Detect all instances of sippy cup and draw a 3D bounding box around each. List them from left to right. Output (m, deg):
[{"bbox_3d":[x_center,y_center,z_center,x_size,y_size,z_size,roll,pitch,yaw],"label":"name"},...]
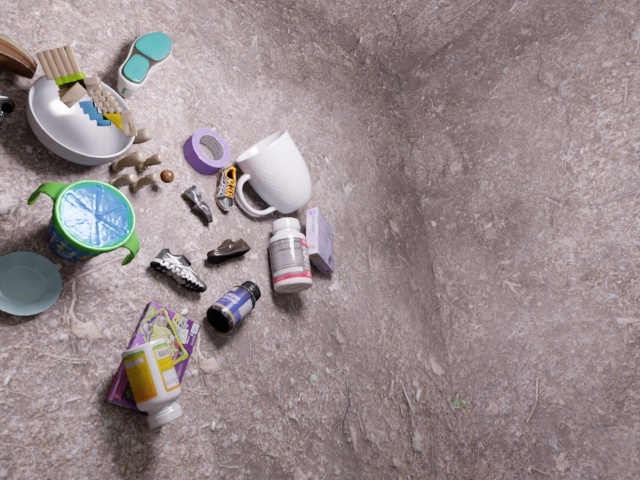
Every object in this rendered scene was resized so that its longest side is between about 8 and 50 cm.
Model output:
[{"bbox_3d":[-0.741,-0.040,1.403,0.240,0.224,0.306,-24,88,-49],"label":"sippy cup"}]

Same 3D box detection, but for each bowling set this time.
[{"bbox_3d":[-0.674,-0.257,1.682,0.200,0.154,0.287,49,37,-45],"label":"bowling set"}]

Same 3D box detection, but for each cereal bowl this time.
[{"bbox_3d":[-0.837,-0.406,1.553,0.339,0.141,0.339,23,54,-35],"label":"cereal bowl"}]

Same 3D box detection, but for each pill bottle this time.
[{"bbox_3d":[-0.516,0.442,1.386,0.136,0.136,0.246,-12,79,-49],"label":"pill bottle"},{"bbox_3d":[-0.335,0.254,1.760,0.123,0.122,0.219,56,40,-9],"label":"pill bottle"},{"bbox_3d":[-0.142,0.067,2.025,0.176,0.176,0.319,11,63,-44],"label":"pill bottle"}]

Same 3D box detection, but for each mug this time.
[{"bbox_3d":[-0.226,-0.275,2.075,0.374,0.276,0.328,-42,114,-24],"label":"mug"}]

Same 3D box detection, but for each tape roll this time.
[{"bbox_3d":[-0.499,-0.391,1.962,0.189,0.080,0.189,24,55,-38],"label":"tape roll"}]

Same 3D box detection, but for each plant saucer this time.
[{"bbox_3d":[-0.875,0.129,1.314,0.195,0.037,0.195,25,53,-38],"label":"plant saucer"}]

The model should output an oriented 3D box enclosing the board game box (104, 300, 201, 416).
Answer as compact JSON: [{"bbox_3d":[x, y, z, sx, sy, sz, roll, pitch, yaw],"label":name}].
[{"bbox_3d":[-0.553,0.404,1.508,0.208,0.056,0.347,39,45,-32],"label":"board game box"}]

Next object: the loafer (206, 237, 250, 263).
[{"bbox_3d":[-0.393,0.038,1.859,0.220,0.080,0.078,-15,72,-55],"label":"loafer"}]

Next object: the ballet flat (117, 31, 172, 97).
[{"bbox_3d":[-0.740,-0.730,1.848,0.139,0.139,0.400,37,42,-28],"label":"ballet flat"}]

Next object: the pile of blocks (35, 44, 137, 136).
[{"bbox_3d":[-0.772,-0.483,1.500,0.362,0.149,0.112,49,-2,-25],"label":"pile of blocks"}]

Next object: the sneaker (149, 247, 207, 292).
[{"bbox_3d":[-0.516,0.107,1.679,0.234,0.078,0.106,37,49,-25],"label":"sneaker"}]

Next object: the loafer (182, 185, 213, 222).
[{"bbox_3d":[-0.506,-0.142,1.847,0.061,0.062,0.170,-33,92,-28],"label":"loafer"}]

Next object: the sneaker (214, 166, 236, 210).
[{"bbox_3d":[-0.412,-0.233,1.968,0.084,0.083,0.215,13,62,-44],"label":"sneaker"}]

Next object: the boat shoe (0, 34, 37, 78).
[{"bbox_3d":[-1.096,-0.608,1.420,0.324,0.122,0.120,25,58,-27],"label":"boat shoe"}]

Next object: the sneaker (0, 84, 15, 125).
[{"bbox_3d":[-1.053,-0.388,1.350,0.135,0.097,0.276,45,42,-17],"label":"sneaker"}]

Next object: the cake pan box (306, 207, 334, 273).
[{"bbox_3d":[0.000,0.000,2.223,0.246,0.070,0.267,54,32,-59],"label":"cake pan box"}]
